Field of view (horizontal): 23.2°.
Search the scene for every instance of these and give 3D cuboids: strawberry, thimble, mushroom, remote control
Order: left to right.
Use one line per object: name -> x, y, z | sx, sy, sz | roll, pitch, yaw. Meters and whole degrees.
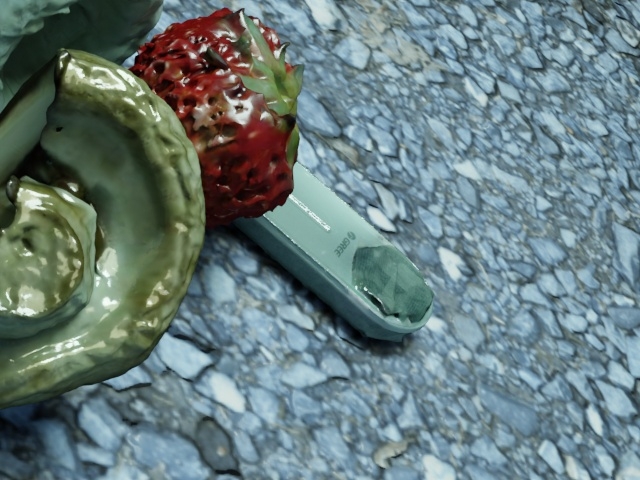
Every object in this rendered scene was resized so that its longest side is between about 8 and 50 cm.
thimble -> -0.243, -0.203, 1.270 | 0.150, 0.237, 0.237 | 50, 36, 10
mushroom -> -0.189, 0.015, 1.099 | 0.164, 0.189, 0.267 | 30, 68, -26
strawberry -> -0.108, -0.096, 1.320 | 0.184, 0.201, 0.187 | 16, 55, -70
remote control -> 0.000, 0.000, 1.439 | 0.247, 0.052, 0.104 | 41, 36, -1
